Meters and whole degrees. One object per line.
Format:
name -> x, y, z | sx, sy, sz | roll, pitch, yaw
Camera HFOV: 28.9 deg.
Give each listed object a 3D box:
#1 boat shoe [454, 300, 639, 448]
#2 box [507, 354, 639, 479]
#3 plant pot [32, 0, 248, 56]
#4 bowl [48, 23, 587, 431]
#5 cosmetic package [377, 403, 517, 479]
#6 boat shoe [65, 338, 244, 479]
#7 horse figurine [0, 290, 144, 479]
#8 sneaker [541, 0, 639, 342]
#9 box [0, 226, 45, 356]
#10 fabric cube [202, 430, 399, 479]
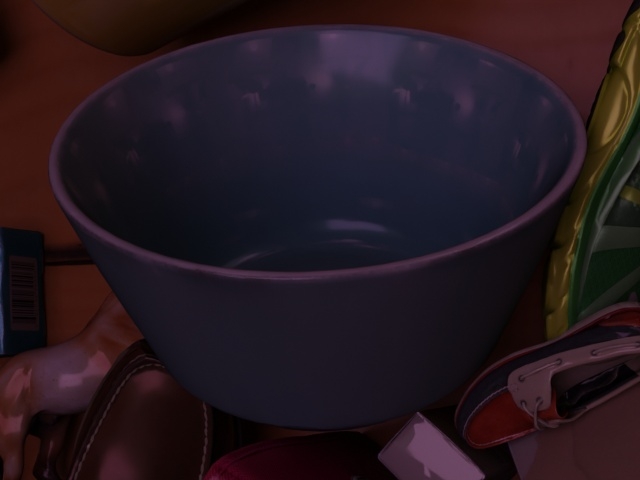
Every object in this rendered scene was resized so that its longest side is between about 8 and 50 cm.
boat shoe -> 0.138, 0.086, 0.723 | 0.137, 0.049, 0.043 | -33, 30, 16
box -> 0.274, 0.104, 0.693 | 0.311, 0.148, 0.121 | -37, 116, 13
plant pot -> -0.093, -0.258, 0.841 | 0.239, 0.254, 0.254 | -34, 74, 30
bowl -> 0.000, 0.000, 0.769 | 0.311, 0.311, 0.163 | 13, 126, 21
cosmetic package -> 0.087, 0.139, 0.793 | 0.060, 0.115, 0.041 | 43, 101, 18
boat shoe -> -0.136, 0.230, 0.834 | 0.122, 0.120, 0.324 | 17, 105, 1
horse figurine -> -0.173, 0.125, 0.921 | 0.263, 0.066, 0.174 | -26, 84, 14
sneaker -> 0.214, -0.026, 0.762 | 0.123, 0.109, 0.295 | 19, 98, 14
box -> -0.340, 0.049, 0.992 | 0.244, 0.060, 0.100 | -6, 83, 20
fabric cube -> 0.022, 0.293, 0.731 | 0.258, 0.254, 0.259 | 34, 97, 20
